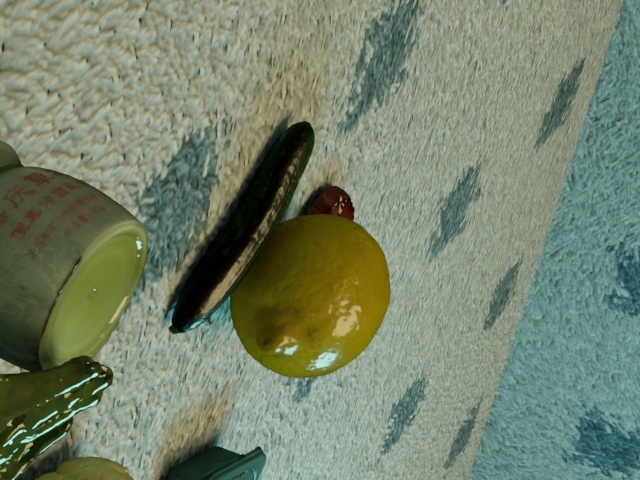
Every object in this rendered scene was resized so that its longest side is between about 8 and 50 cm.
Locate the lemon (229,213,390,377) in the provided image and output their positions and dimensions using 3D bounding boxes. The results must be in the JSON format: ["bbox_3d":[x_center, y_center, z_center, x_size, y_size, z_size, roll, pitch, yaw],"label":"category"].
[{"bbox_3d":[-0.011,0.062,1.696,0.244,0.186,0.187,-46,154,-49],"label":"lemon"}]

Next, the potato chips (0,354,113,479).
[{"bbox_3d":[-0.319,0.203,0.966,0.389,0.097,0.373,-54,152,6],"label":"potato chips"}]

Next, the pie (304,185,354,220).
[{"bbox_3d":[0.000,0.000,1.875,0.154,0.036,0.154,-53,158,-31],"label":"pie"}]

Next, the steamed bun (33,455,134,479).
[{"bbox_3d":[-0.255,0.358,1.443,0.273,0.166,0.232,-42,153,-49],"label":"steamed bun"}]

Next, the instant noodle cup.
[{"bbox_3d":[-0.153,0.337,1.847,0.179,0.070,0.157,-17,131,-67],"label":"instant noodle cup"}]

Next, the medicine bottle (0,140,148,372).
[{"bbox_3d":[-0.226,0.013,1.103,0.147,0.143,0.147,-54,163,-24],"label":"medicine bottle"}]

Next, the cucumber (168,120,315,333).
[{"bbox_3d":[-0.081,-0.013,1.612,0.284,0.056,0.056,-59,161,-15],"label":"cucumber"}]
